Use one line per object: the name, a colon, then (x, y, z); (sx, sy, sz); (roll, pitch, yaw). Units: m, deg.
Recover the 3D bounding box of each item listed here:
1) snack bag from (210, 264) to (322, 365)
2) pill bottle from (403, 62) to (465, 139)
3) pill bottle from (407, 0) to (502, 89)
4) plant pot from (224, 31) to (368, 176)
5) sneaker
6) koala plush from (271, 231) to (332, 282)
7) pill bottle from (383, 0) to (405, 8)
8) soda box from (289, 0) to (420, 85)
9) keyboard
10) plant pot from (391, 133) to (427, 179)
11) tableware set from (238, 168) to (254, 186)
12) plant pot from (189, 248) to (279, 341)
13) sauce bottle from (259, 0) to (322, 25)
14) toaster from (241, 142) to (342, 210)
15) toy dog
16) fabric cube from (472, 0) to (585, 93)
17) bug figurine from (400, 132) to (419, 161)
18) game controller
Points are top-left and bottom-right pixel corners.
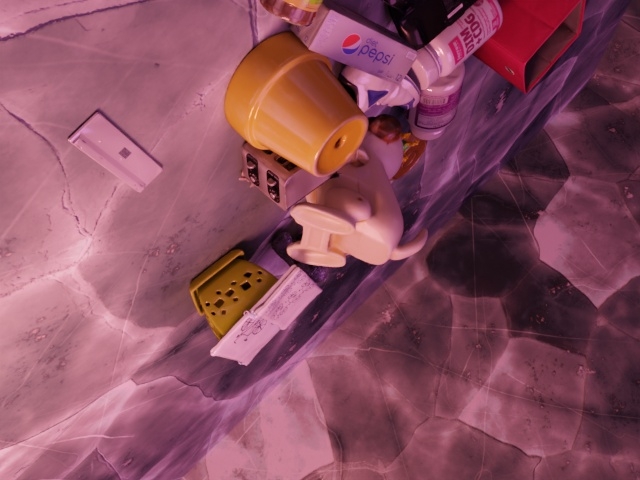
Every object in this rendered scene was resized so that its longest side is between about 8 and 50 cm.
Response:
snack bag: (-0.147, 0.228, 1.744); (0.342, 0.037, 0.323); (-45, 161, -4)
pill bottle: (0.339, -0.437, 1.851); (0.169, 0.169, 0.301); (-42, 161, -12)
pill bottle: (0.341, -0.548, 1.643); (0.283, 0.160, 0.160); (-43, 161, -9)
plant pot: (-0.035, -0.271, 1.298); (0.254, 0.239, 0.254); (-41, 160, -18)
sneaker: (0.127, -0.398, 1.586); (0.182, 0.127, 0.315); (-47, 154, 13)
koala plush: (0.000, 0.000, 1.955); (0.221, 0.203, 0.196); (-50, 162, 17)
pill bottle: (0.186, -0.607, 1.265); (0.123, 0.123, 0.219); (-17, 146, -55)
soda box: (0.078, -0.429, 1.305); (0.286, 0.098, 0.091); (7, 126, -42)
keyboard: (-0.379, -0.160, 1.151); (0.072, 0.014, 0.256); (-50, 162, -5)
plant pot: (0.324, -0.311, 2.284); (0.236, 0.032, 0.236); (-41, 160, -18)
tableware set: (-0.139, -0.203, 1.549); (0.169, 0.020, 0.141); (-51, 160, 14)
plant pot: (-0.249, 0.173, 1.786); (0.228, 0.207, 0.227); (-39, 159, -19)
sauce bottle: (0.007, -0.543, 1.035); (0.111, 0.111, 0.344); (-22, 150, -50)
toaster: (-0.073, -0.186, 1.453); (0.185, 0.168, 0.110); (-37, 150, -22)
toy dog: (0.109, -0.160, 1.644); (0.284, 0.395, 0.408); (83, 17, -60)
fabric cube: (0.609, -0.655, 1.848); (0.259, 0.258, 0.254); (-49, 162, 7)
bug figurine: (0.215, -0.274, 2.065); (0.216, 0.072, 0.279); (-12, 143, -55)
game controller: (0.305, -0.619, 1.506); (0.319, 0.067, 0.166); (-42, 135, -10)
